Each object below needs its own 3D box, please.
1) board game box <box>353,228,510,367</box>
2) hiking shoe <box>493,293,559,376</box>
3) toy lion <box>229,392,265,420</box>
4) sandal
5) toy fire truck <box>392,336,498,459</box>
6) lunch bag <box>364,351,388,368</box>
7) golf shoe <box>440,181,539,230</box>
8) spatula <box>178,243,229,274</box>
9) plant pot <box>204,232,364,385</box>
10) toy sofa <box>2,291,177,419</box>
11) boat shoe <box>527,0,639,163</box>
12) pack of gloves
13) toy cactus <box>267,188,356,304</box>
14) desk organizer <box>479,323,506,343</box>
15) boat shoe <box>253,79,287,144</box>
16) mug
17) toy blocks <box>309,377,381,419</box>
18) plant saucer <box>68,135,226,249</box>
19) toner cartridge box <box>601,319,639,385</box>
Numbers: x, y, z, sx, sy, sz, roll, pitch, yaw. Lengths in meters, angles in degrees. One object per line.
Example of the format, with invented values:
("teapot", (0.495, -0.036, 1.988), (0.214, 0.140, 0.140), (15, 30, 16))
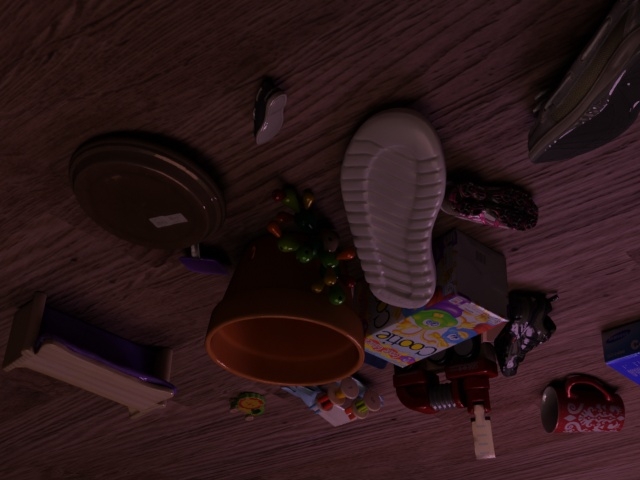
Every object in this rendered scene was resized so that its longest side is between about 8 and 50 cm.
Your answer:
("board game box", (0.202, 0.116, 1.664), (0.144, 0.142, 0.275), (27, 140, -30))
("hiking shoe", (0.424, 0.200, 1.800), (0.114, 0.086, 0.226), (-3, 135, -5))
("toy lion", (-0.181, 0.425, 2.279), (0.096, 0.034, 0.100), (-26, 137, 26))
("sandal", (0.125, -0.058, 1.453), (0.170, 0.102, 0.416), (12, 135, 14))
("toy fire truck", (0.284, 0.344, 1.896), (0.217, 0.246, 0.158), (-15, 156, 27))
("lunch bag", (0.126, 0.225, 1.910), (0.067, 0.065, 0.098), (23, 146, 1))
("golf shoe", (0.278, -0.060, 1.474), (0.186, 0.067, 0.086), (14, 177, -22))
("spatula", (-0.238, -0.011, 1.618), (0.084, 0.030, 0.296), (3, 144, 12))
("plant pot", (-0.057, 0.121, 1.644), (0.291, 0.203, 0.290), (4, 148, 2))
("toy sofa", (-0.490, 0.251, 1.939), (0.363, 0.150, 0.177), (31, 133, -34))
("boat shoe", (0.376, -0.212, 1.206), (0.118, 0.103, 0.320), (-8, 156, -17))
("pack of gloves", (0.030, 0.361, 2.160), (0.195, 0.046, 0.232), (-27, 125, 37))
("toy cactus", (0.000, 0.000, 1.523), (0.112, 0.219, 0.180), (-38, 176, 17))
("desk organizer", (0.328, 0.142, 1.698), (0.050, 0.130, 0.047), (-3, 117, 6))
("boat shoe", (-0.082, -0.192, 1.325), (0.046, 0.038, 0.125), (-31, 162, -23))
("mug", (0.626, 0.397, 2.076), (0.170, 0.113, 0.150), (5, 148, -7))
("toy blocks", (0.054, 0.395, 2.116), (0.123, 0.054, 0.148), (32, 135, -20))
("plant saucer", (-0.298, -0.069, 1.499), (0.278, 0.041, 0.277), (9, 144, 6))
("toner cartridge box", (0.770, 0.268, 1.893), (0.348, 0.075, 0.165), (30, 137, -34))
